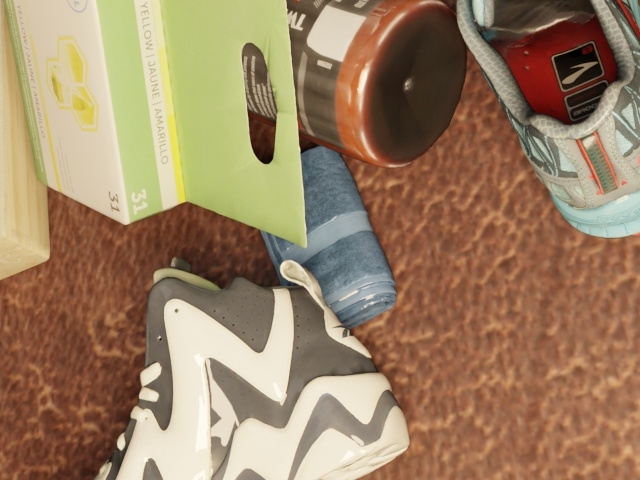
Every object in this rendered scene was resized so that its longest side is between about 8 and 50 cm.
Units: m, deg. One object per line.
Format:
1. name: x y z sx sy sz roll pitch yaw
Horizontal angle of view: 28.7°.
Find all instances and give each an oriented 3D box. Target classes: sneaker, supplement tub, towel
1. sneaker: -0.082 0.093 0.702 0.235 0.094 0.153 -29 70 16
2. sneaker: 0.124 -0.134 0.679 0.104 0.125 0.262 -29 57 16
3. supplement tub: -0.015 -0.120 0.768 0.198 0.106 0.106 24 82 36
4. towel: 0.000 0.000 0.753 0.067 0.029 0.119 -30 56 15

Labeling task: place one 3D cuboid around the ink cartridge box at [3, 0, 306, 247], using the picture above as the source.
1. ink cartridge box: -0.109 -0.093 0.763 0.235 0.056 0.171 24 127 46

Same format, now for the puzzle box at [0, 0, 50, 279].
1. puzzle box: -0.343 -0.125 1.000 0.272 0.052 0.409 -20 60 22
